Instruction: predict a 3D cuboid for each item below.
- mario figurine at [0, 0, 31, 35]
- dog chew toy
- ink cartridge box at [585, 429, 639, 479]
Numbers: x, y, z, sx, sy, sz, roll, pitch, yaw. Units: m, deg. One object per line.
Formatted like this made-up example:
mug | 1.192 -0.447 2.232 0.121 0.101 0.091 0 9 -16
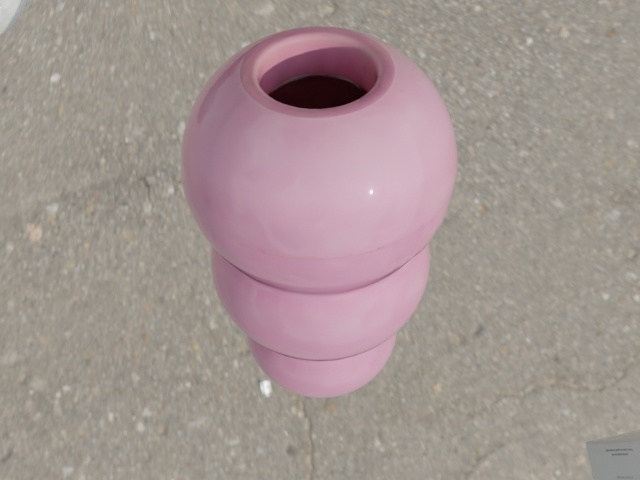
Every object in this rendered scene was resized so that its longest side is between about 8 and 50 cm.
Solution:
mario figurine | -0.279 -0.307 0.986 0.320 0.198 0.170 -33 133 4
dog chew toy | 0.000 0.000 0.907 0.207 0.206 0.332 -8 134 -7
ink cartridge box | 0.355 0.266 1.087 0.128 0.127 0.176 -9 83 -20
